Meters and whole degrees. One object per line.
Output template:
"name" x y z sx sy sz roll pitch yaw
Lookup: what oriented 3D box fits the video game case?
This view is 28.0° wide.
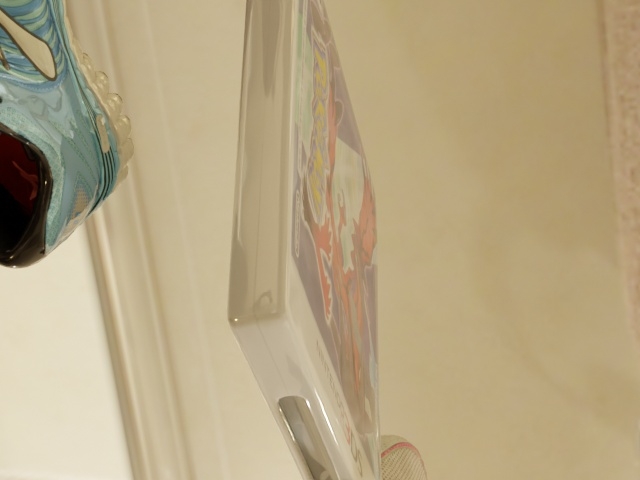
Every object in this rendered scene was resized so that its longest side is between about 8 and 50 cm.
"video game case" 0.000 0.000 0.522 0.023 0.183 0.201 -7 -129 9

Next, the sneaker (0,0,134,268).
"sneaker" -0.106 -0.060 0.380 0.063 0.162 0.073 -10 -145 21

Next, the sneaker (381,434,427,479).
"sneaker" 0.063 0.178 0.577 0.111 0.103 0.252 -20 -147 6
